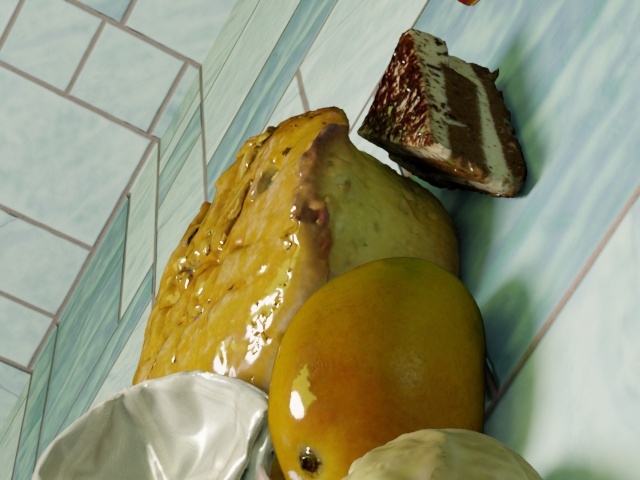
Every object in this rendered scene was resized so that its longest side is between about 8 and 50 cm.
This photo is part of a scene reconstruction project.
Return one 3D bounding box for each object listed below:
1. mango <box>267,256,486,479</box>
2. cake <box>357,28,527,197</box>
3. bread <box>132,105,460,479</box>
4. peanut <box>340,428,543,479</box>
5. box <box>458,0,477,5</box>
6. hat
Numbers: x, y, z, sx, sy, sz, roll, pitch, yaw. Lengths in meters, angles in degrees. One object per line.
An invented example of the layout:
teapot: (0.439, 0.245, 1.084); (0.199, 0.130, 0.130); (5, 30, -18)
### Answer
mango: (0.046, 0.113, 1.149); (0.139, 0.175, 0.254); (-35, 31, 39)
cake: (0.110, -0.082, 1.387); (0.135, 0.112, 0.246); (-59, 20, 28)
bread: (-0.031, 0.067, 1.408); (0.398, 0.215, 0.398); (-52, 21, 30)
peanut: (0.087, 0.223, 0.887); (0.340, 0.158, 0.174); (-109, 9, -64)
box: (0.220, -0.442, 1.637); (0.197, 0.089, 0.313); (-30, 37, 61)
hat: (-0.112, 0.240, 1.202); (0.219, 0.226, 0.164); (-20, 15, -4)
